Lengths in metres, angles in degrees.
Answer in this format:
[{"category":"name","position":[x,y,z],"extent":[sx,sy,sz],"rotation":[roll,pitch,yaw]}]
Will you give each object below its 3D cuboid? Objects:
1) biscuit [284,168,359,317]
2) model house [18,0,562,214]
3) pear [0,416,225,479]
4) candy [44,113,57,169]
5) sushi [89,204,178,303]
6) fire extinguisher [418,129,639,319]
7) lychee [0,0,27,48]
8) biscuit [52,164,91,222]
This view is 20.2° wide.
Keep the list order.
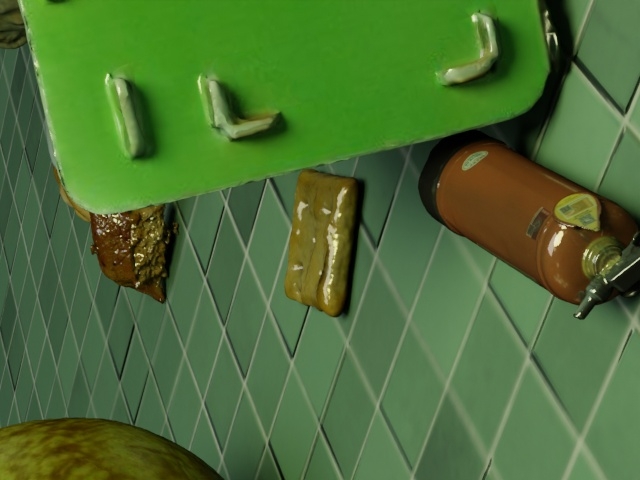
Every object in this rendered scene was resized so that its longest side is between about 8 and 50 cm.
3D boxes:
[{"category":"biscuit","position":[0.000,0.000,1.075],"extent":[0.081,0.018,0.083],"rotation":[-159,76,-68]},{"category":"model house","position":[-0.069,-0.214,0.915],"extent":[0.313,0.242,0.358],"rotation":[-159,54,-75]},{"category":"pear","position":[-0.149,0.244,1.077],"extent":[0.283,0.283,0.284],"rotation":[-175,90,-68]},{"category":"candy","position":[-0.132,-0.130,1.302],"extent":[0.174,0.071,0.138],"rotation":[-18,65,36]},{"category":"sushi","position":[-0.140,-0.007,1.373],"extent":[0.061,0.060,0.118],"rotation":[-61,-36,-49]},{"category":"fire extinguisher","position":[0.100,-0.009,0.787],"extent":[0.062,0.050,0.177],"rotation":[-51,26,-1]},{"category":"lychee","position":[-0.291,-0.295,1.580],"extent":[0.255,0.274,0.255],"rotation":[-14,-90,-86]},{"category":"biscuit","position":[-0.183,-0.073,1.499],"extent":[0.183,0.061,0.118],"rotation":[140,130,-60]}]
